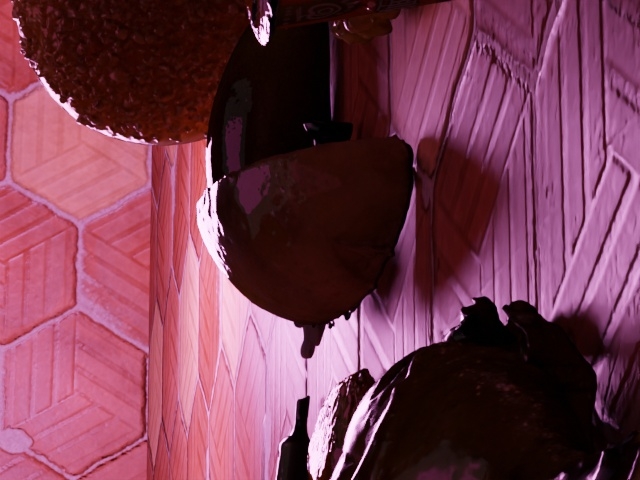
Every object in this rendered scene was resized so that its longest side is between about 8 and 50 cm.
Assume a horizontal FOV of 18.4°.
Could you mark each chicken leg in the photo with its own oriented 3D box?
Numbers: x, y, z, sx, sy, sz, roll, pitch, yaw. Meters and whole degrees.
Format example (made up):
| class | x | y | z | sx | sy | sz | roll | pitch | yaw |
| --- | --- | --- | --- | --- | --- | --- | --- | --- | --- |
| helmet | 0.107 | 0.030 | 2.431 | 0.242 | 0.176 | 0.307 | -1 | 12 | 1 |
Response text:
| class | x | y | z | sx | sy | sz | roll | pitch | yaw |
| --- | --- | --- | --- | --- | --- | --- | --- | --- | --- |
| chicken leg | 0.076 | 0.144 | 0.915 | 0.361 | 0.140 | 0.211 | -119 | 41 | -78 |

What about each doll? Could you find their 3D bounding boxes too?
| class | x | y | z | sx | sy | sz | roll | pitch | yaw |
| --- | --- | --- | --- | --- | --- | --- | --- | --- | --- |
| doll | 0.000 | 0.000 | 1.601 | 0.096 | 0.070 | 0.195 | -7 | -77 | -70 |

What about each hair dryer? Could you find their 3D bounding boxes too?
| class | x | y | z | sx | sy | sz | roll | pitch | yaw |
| --- | --- | --- | --- | --- | --- | --- | --- | --- | --- |
| hair dryer | -0.030 | 0.264 | 1.755 | 0.195 | 0.078 | 0.248 | 121 | 159 | -71 |

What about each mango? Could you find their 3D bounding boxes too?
| class | x | y | z | sx | sy | sz | roll | pitch | yaw |
| --- | --- | --- | --- | --- | --- | --- | --- | --- | --- |
| mango | -0.045 | -0.089 | 1.740 | 0.133 | 0.111 | 0.267 | 81 | -165 | -82 |

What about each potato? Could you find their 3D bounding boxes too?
| class | x | y | z | sx | sy | sz | roll | pitch | yaw |
| --- | --- | --- | --- | --- | --- | --- | --- | --- | --- |
| potato | -0.036 | 0.005 | 1.482 | 0.261 | 0.100 | 0.120 | -24 | 67 | 58 |

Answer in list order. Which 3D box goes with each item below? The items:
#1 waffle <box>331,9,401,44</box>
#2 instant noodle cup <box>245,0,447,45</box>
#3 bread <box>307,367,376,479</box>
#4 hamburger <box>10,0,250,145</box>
| class | x | y | z | sx | sy | sz | roll | pitch | yaw |
| --- | --- | --- | --- | --- | --- | --- | --- | --- | --- |
| waffle | 0.039 | -0.240 | 1.466 | 0.149 | 0.051 | 0.194 | -167 | 85 | -72 |
| instant noodle cup | 0.052 | -0.212 | 0.968 | 0.230 | 0.182 | 0.230 | 178 | 90 | -82 |
| bread | 0.017 | 0.162 | 1.533 | 0.129 | 0.044 | 0.126 | 137 | 135 | -81 |
| hamburger | -0.155 | -0.238 | 1.905 | 0.170 | 0.302 | 0.302 | -142 | 55 | -87 |
